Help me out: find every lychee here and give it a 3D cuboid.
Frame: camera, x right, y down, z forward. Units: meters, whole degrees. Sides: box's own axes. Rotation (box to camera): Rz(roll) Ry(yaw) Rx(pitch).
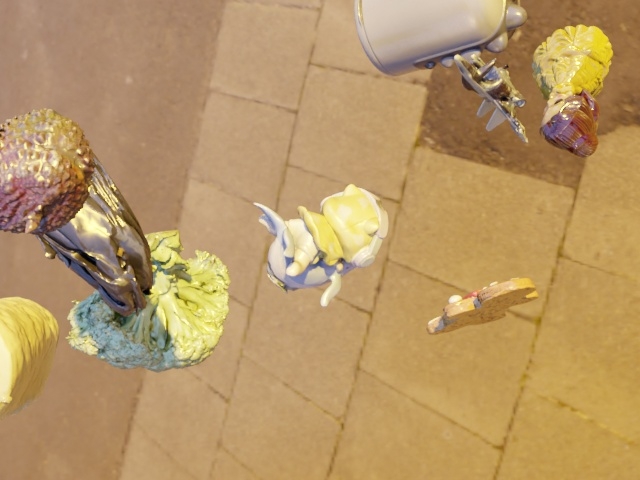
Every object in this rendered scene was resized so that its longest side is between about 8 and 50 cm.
[{"bbox_3d":[-0.167,-0.039,0.536,0.068,0.067,0.083,-35,39,38],"label":"lychee"}]

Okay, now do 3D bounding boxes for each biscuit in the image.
[{"bbox_3d":[0.359,0.131,1.991,0.340,0.216,0.047,111,145,-70],"label":"biscuit"}]

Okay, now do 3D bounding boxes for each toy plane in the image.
[{"bbox_3d":[0.292,-0.265,1.573,0.088,0.262,0.192,-30,62,10],"label":"toy plane"}]

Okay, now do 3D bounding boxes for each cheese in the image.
[{"bbox_3d":[-0.319,0.118,0.899,0.167,0.094,0.123,98,178,-88],"label":"cheese"}]

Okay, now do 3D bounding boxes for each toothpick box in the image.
[{"bbox_3d":[0.244,-0.438,1.775,0.316,0.229,0.229,-8,78,34],"label":"toothpick box"}]

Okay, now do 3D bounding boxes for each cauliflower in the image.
[{"bbox_3d":[-0.288,0.090,1.557,0.275,0.272,0.250,-102,15,-64],"label":"cauliflower"}]

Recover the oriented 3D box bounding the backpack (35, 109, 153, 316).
[{"bbox_3d":[-0.290,-0.018,1.135,0.133,0.206,0.258,-41,71,-14],"label":"backpack"}]

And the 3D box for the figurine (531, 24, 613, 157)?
[{"bbox_3d":[0.525,-0.310,1.968,0.187,0.168,0.315,-19,29,31],"label":"figurine"}]

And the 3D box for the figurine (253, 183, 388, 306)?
[{"bbox_3d":[0.000,0.000,1.259,0.184,0.208,0.128,-44,58,18],"label":"figurine"}]
